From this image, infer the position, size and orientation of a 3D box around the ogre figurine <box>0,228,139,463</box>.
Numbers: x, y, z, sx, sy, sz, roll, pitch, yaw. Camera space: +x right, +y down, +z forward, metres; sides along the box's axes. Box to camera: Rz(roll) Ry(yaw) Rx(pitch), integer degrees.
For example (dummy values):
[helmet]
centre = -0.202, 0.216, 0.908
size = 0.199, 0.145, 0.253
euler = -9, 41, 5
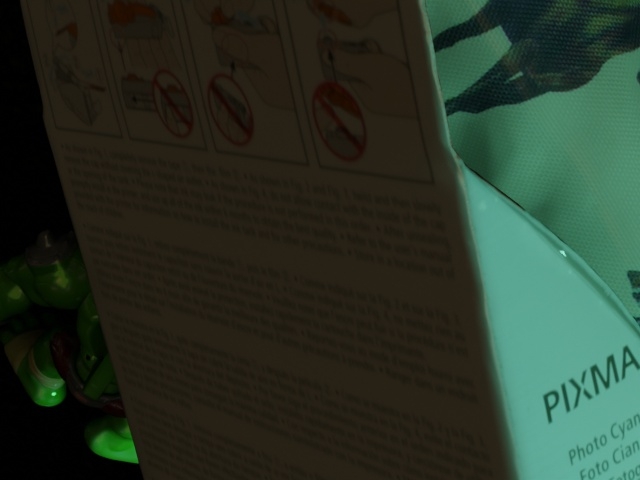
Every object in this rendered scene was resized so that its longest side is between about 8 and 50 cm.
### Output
[ogre figurine]
centre = -0.114, 0.064, 0.857
size = 0.197, 0.097, 0.118
euler = 46, 134, 6

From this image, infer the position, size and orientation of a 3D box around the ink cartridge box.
[ink cartridge box]
centre = 0.000, 0.000, 0.647
size = 0.308, 0.091, 0.385
euler = 12, 119, 53

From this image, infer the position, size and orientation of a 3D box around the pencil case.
[pencil case]
centre = 0.121, 0.005, 0.702
size = 0.183, 0.160, 0.410
euler = -17, 111, 53
